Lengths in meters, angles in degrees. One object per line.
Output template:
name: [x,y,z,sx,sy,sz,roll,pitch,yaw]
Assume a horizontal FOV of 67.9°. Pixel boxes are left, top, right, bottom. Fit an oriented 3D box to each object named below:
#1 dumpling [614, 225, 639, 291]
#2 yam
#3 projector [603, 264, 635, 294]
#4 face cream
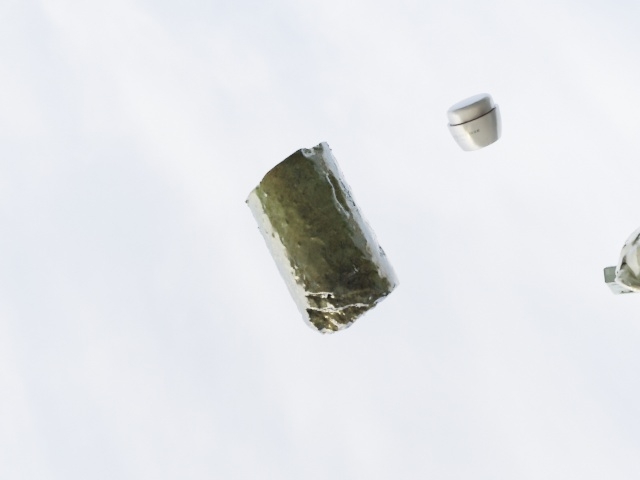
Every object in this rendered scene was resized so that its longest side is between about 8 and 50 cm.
dumpling: [0.900,0.051,1.203,0.242,0.187,0.318,26,-115,37]
yam: [0.000,0.000,0.838,0.195,0.195,0.300,-27,-90,-6]
projector: [0.919,0.108,1.384,0.147,0.115,0.061,-12,-122,39]
face cream: [0.347,-0.266,1.071,0.117,0.117,0.104,-29,-71,-7]
